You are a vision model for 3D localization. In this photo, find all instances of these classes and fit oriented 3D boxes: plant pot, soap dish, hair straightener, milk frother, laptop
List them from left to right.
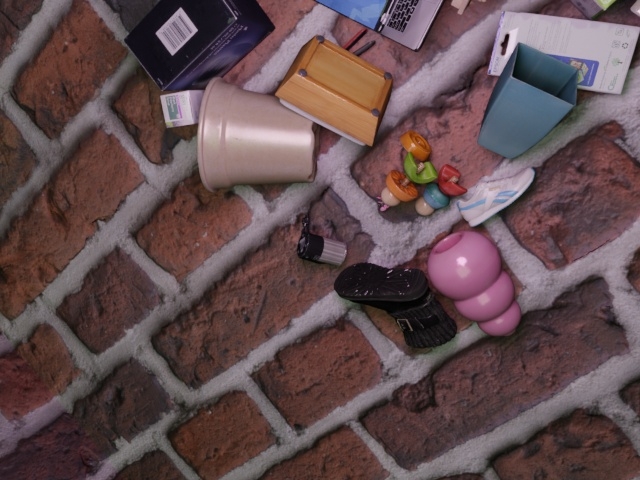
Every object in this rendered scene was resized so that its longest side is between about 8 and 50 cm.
[{"bbox_3d":[-0.158,-0.288,1.570,0.306,0.334,0.333,6,107,4],"label":"plant pot"},{"bbox_3d":[0.000,0.000,1.704,0.135,0.129,0.143,15,79,-23],"label":"milk frother"},{"bbox_3d":[0.051,-0.410,1.466,0.291,0.228,0.118,27,145,-7],"label":"soap dish"},{"bbox_3d":[0.068,-0.499,1.563,0.230,0.047,0.089,-36,92,23],"label":"hair straightener"},{"bbox_3d":[0.171,-0.738,1.372,0.236,0.408,0.381,16,114,-24],"label":"laptop"},{"bbox_3d":[0.505,-0.335,1.382,0.166,0.165,0.234,25,142,0],"label":"plant pot"}]

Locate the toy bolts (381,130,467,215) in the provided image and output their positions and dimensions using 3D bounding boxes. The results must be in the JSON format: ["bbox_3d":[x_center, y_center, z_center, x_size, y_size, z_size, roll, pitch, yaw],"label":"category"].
[{"bbox_3d":[0.276,-0.172,1.550,0.229,0.218,0.158,25,129,-26],"label":"toy bolts"}]

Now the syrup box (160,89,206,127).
[{"bbox_3d":[-0.372,-0.396,1.624,0.096,0.237,0.093,-4,105,18],"label":"syrup box"}]

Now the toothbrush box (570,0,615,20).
[{"bbox_3d":[0.710,-0.661,1.236,0.122,0.206,0.283,46,112,1],"label":"toothbrush box"}]

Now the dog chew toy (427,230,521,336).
[{"bbox_3d":[0.453,0.136,1.550,0.207,0.206,0.331,-32,102,22],"label":"dog chew toy"}]

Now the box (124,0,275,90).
[{"bbox_3d":[-0.325,-0.581,1.528,0.296,0.294,0.182,-34,95,23],"label":"box"}]

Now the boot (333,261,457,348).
[{"bbox_3d":[0.224,0.205,1.671,0.348,0.131,0.260,5,140,44],"label":"boot"}]

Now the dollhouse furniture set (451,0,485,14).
[{"bbox_3d":[0.487,-0.690,1.211,0.174,0.355,0.303,32,150,7],"label":"dollhouse furniture set"}]

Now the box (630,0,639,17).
[{"bbox_3d":[0.868,-0.603,1.195,0.148,0.121,0.311,48,129,19],"label":"box"}]

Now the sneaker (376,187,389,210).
[{"bbox_3d":[0.216,-0.140,1.624,0.119,0.047,0.057,-37,81,21],"label":"sneaker"}]

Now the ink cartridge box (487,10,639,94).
[{"bbox_3d":[0.613,-0.482,1.393,0.333,0.065,0.165,14,109,12],"label":"ink cartridge box"}]

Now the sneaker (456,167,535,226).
[{"bbox_3d":[0.489,-0.136,1.516,0.229,0.087,0.092,-38,90,21],"label":"sneaker"}]
